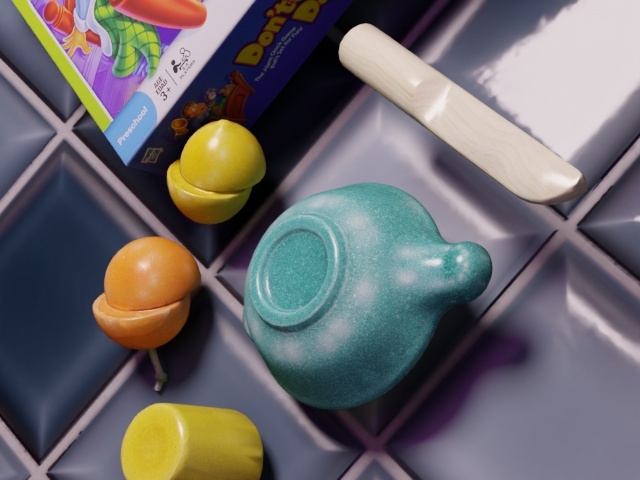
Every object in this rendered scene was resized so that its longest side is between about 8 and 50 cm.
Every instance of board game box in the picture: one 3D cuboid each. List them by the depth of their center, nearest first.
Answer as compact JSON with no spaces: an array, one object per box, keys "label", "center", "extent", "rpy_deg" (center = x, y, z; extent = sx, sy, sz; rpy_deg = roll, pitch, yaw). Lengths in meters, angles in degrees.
[{"label":"board game box","center":[-0.051,-0.242,1.046],"extent":[0.347,0.078,0.233],"rpy_deg":[-50,57,20]}]

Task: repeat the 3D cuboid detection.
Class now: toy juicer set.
[{"label":"toy juicer set","center":[0.000,0.000,0.978],"extent":[0.329,0.089,0.209],"rpy_deg":[-40,52,22]}]
